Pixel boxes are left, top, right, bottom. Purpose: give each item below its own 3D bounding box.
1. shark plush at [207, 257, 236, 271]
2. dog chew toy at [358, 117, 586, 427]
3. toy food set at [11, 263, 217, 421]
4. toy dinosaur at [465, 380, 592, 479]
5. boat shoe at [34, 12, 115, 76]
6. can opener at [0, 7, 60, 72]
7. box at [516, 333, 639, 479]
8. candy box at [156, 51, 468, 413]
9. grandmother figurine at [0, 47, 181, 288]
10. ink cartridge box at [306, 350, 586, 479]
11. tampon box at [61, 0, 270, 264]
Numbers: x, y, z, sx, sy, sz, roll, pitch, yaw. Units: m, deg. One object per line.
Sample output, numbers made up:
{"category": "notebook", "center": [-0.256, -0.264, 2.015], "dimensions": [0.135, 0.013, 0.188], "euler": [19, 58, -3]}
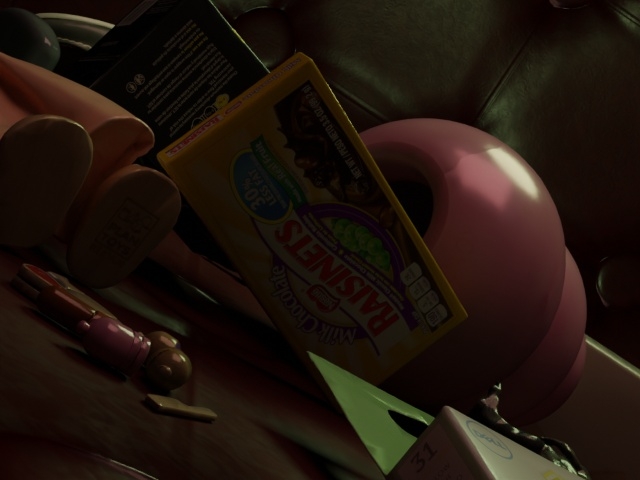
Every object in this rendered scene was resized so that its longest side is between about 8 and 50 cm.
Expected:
{"category": "shark plush", "center": [-0.027, 0.046, 1.229], "dimensions": [0.161, 0.073, 0.067], "euler": [8, -5, -28]}
{"category": "dog chew toy", "center": [0.107, 0.047, 1.081], "dimensions": [0.206, 0.206, 0.332], "euler": [36, -4, 36]}
{"category": "toy food set", "center": [-0.099, 0.040, 0.663], "dimensions": [0.122, 0.019, 0.078], "euler": [35, 4, 26]}
{"category": "toy dinosaur", "center": [0.131, 0.154, 0.891], "dimensions": [0.118, 0.064, 0.268], "euler": [41, 8, 10]}
{"category": "boat shoe", "center": [-0.203, -0.151, 1.632], "dimensions": [0.335, 0.112, 0.095], "euler": [27, 42, -35]}
{"category": "can opener", "center": [-0.306, -0.174, 1.232], "dimensions": [0.280, 0.093, 0.074], "euler": [30, 2, 39]}
{"category": "box", "center": [0.212, 0.138, 1.297], "dimensions": [0.311, 0.121, 0.148], "euler": [34, 3, 3]}
{"category": "candy box", "center": [0.000, 0.000, 0.853], "dimensions": [0.206, 0.105, 0.027], "euler": [56, -5, -27]}
{"category": "grandmother figurine", "center": [-0.211, -0.094, 0.871], "dimensions": [0.342, 0.104, 0.208], "euler": [40, -3, 43]}
{"category": "ink cartridge box", "center": [0.103, 0.130, 0.696], "dimensions": [0.171, 0.056, 0.235], "euler": [31, 16, -31]}
{"category": "tampon box", "center": [-0.083, -0.075, 0.957], "dimensions": [0.161, 0.101, 0.120], "euler": [49, -14, -21]}
